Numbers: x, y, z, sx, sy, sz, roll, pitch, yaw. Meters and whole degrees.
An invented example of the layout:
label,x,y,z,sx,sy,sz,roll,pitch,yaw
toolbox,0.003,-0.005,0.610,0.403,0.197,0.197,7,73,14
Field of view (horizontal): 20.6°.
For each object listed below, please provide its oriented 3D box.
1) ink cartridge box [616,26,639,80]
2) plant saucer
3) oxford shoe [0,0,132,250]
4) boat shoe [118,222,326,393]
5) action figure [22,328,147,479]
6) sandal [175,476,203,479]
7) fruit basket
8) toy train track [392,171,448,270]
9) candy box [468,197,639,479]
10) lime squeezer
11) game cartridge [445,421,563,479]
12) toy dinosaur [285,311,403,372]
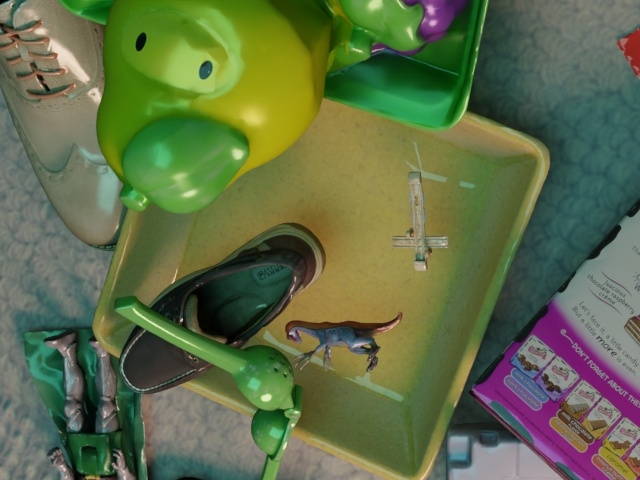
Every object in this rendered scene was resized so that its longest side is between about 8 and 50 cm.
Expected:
label,x,y,z,sx,sy,sz,roll,pitch,yaw
ink cartridge box,0.364,-0.143,1.375,0.225,0.056,0.181,-32,81,21
plant saucer,0.000,0.000,1.531,0.333,0.081,0.332,23,110,11
oxford shoe,-0.248,-0.171,1.531,0.140,0.146,0.397,-14,99,20
boat shoe,-0.095,0.063,1.495,0.223,0.073,0.080,-35,91,22
action figure,-0.211,0.200,1.662,0.137,0.063,0.232,-2,103,24
sandal,-0.039,0.293,1.641,0.254,0.054,0.097,29,104,19
fruit basket,-0.054,-0.205,1.334,0.392,0.392,0.283,19,128,13
toy train track,0.080,-0.015,1.451,0.048,0.014,0.083,-1,103,18
candy box,0.255,0.088,1.425,0.159,0.071,0.233,43,87,6
lime squeezer,-0.064,0.149,1.486,0.110,0.059,0.310,-23,132,0
game cartridge,0.253,0.254,1.498,0.294,0.060,0.196,1,101,4
toy dinosaur,0.013,0.081,1.495,0.082,0.047,0.090,34,78,17
